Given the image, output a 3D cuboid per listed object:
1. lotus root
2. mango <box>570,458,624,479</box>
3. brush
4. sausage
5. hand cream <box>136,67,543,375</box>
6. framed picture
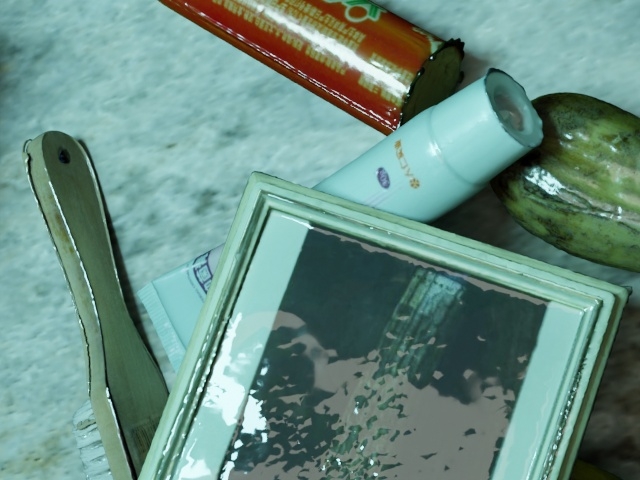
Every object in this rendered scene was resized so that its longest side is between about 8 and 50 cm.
[{"bbox_3d":[0.172,-0.030,0.696,0.179,0.080,0.089,26,86,17],"label":"lotus root"},{"bbox_3d":[0.050,0.210,0.703,0.329,0.176,0.177,-20,122,18],"label":"mango"},{"bbox_3d":[-0.158,0.083,0.831,0.065,0.070,0.328,-22,81,29],"label":"brush"},{"bbox_3d":[-0.034,-0.153,0.773,0.264,0.083,0.083,32,101,18],"label":"sausage"},{"bbox_3d":[0.000,0.000,0.748,0.331,0.058,0.085,-34,83,39],"label":"hand cream"},{"bbox_3d":[0.015,0.126,0.641,0.231,0.018,0.293,17,81,14],"label":"framed picture"}]
